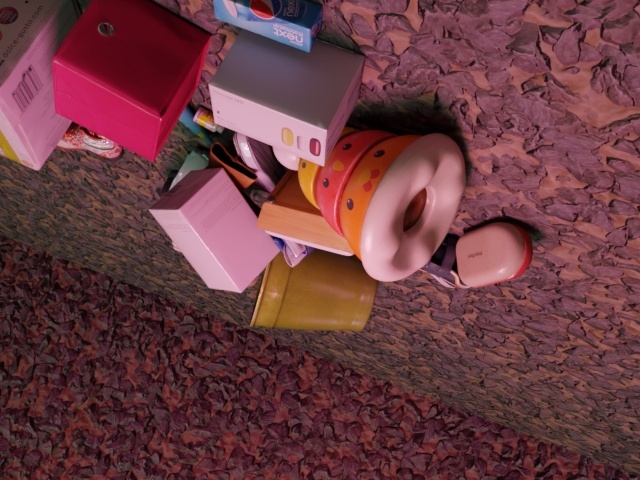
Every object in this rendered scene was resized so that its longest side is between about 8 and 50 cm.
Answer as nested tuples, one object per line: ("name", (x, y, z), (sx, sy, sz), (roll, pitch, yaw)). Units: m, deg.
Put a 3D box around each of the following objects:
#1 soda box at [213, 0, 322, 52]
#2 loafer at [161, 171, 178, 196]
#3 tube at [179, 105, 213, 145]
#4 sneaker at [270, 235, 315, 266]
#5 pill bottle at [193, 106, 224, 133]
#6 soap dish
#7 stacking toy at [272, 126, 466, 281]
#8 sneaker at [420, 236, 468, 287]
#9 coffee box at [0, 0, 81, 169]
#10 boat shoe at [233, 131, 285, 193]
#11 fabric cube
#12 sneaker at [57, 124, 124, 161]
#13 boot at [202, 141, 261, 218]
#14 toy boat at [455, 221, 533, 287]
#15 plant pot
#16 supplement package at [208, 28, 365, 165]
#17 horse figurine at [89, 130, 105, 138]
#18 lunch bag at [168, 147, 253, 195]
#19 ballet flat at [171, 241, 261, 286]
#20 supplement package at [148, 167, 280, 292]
("soda box", (-0.104, -0.451, 1.445), (0.210, 0.067, 0.071), (21, 157, 7))
("loafer", (-0.385, -0.113, 2.420), (0.302, 0.095, 0.109), (30, 158, -12))
("tube", (-0.358, -0.331, 1.987), (0.080, 0.052, 0.207), (50, -179, 42))
("sneaker", (0.000, 0.000, 2.091), (0.322, 0.236, 0.130), (30, 157, -7))
("pill bottle", (-0.294, -0.319, 1.952), (0.083, 0.043, 0.043), (28, 157, -8))
("soap dish", (0.003, -0.094, 1.928), (0.290, 0.229, 0.118), (15, 139, 22))
("stacking toy", (0.062, -0.147, 1.712), (0.480, 0.351, 0.351), (29, 162, 33))
("sneaker", (0.320, 0.037, 2.004), (0.321, 0.126, 0.127), (26, 164, -32))
("coffee box", (-0.802, -0.445, 1.811), (0.334, 0.338, 0.338), (23, 158, 7))
("boat shoe", (-0.180, -0.208, 1.980), (0.094, 0.109, 0.302), (0, 152, 17))
("fabric cube", (-0.436, -0.383, 1.687), (0.258, 0.254, 0.259), (28, 157, -7))
("sneaker", (-0.760, -0.344, 2.313), (0.270, 0.090, 0.145), (18, 156, 7))
("boot", (-0.215, -0.139, 2.019), (0.264, 0.096, 0.280), (43, 153, -4))
("toy boat", (0.465, 0.038, 1.879), (0.151, 0.151, 0.231), (1, 168, -25))
("plant pot", (-0.010, 0.135, 2.316), (0.353, 0.367, 0.366), (15, 158, -5))
("supplement package", (-0.069, -0.314, 1.529), (0.261, 0.204, 0.145), (22, 157, 8))
("horse figurine", (-0.641, -0.371, 2.125), (0.263, 0.066, 0.174), (-10, 153, 35))
("lunch bag", (-0.343, -0.146, 2.235), (0.223, 0.160, 0.262), (33, 138, -9))
("ballet flat", (-0.385, 0.020, 2.443), (0.182, 0.164, 0.483), (-8, -151, -37))
("supplement package", (-0.283, -0.026, 1.970), (0.175, 0.177, 0.293), (2, 132, 51))
